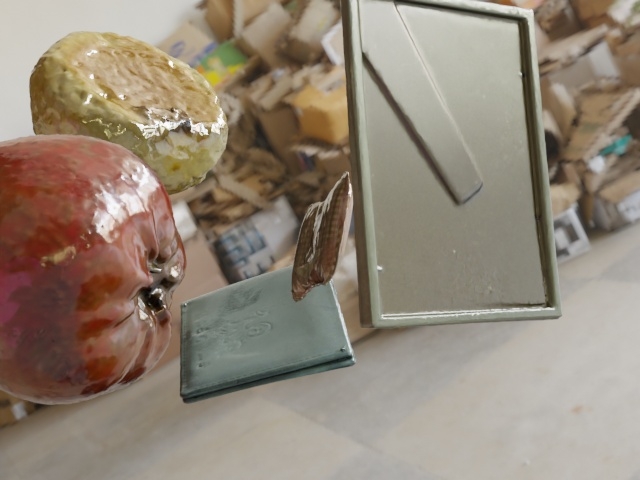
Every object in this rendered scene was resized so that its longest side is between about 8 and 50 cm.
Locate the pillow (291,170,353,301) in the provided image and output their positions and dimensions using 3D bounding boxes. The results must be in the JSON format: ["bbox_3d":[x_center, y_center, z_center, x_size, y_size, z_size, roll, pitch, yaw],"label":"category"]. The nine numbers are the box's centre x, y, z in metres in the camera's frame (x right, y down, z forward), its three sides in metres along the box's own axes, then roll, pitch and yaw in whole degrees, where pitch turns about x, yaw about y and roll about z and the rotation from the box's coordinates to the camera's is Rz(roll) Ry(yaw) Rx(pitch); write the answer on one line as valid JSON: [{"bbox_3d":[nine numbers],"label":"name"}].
[{"bbox_3d":[-0.001,0.003,1.232,0.034,0.135,0.211,10,-14,-12],"label":"pillow"}]

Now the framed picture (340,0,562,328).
[{"bbox_3d":[0.128,-0.079,0.972,0.240,0.324,0.020,-1,-7,-32],"label":"framed picture"}]

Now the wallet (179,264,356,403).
[{"bbox_3d":[-0.088,0.133,1.498,0.251,0.054,0.290,-16,27,1],"label":"wallet"}]

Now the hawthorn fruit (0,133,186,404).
[{"bbox_3d":[-0.183,0.010,0.583,0.203,0.163,0.162,12,26,15],"label":"hawthorn fruit"}]

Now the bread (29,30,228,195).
[{"bbox_3d":[-0.231,-0.139,1.194,0.134,0.244,0.244,-52,-1,30],"label":"bread"}]
